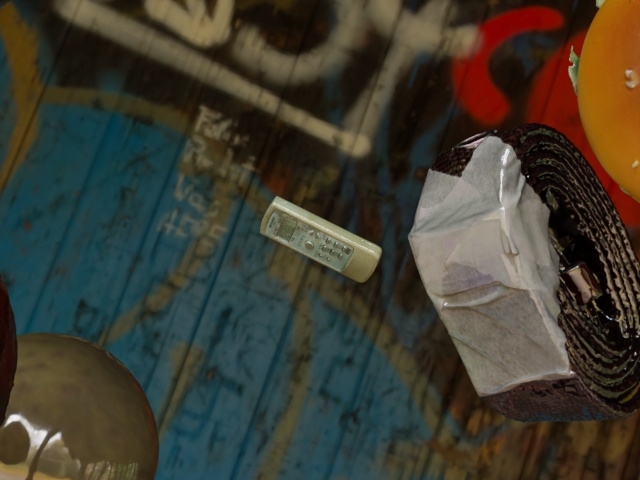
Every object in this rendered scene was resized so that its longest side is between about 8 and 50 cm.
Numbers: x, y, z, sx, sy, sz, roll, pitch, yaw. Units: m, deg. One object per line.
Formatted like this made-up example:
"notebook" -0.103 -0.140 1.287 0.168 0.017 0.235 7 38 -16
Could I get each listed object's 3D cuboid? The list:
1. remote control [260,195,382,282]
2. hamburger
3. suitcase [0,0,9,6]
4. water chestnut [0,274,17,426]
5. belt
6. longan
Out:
"remote control" 0.000 0.000 1.957 0.233 0.038 0.098 27 -43 0
"hamburger" 0.300 -0.123 0.758 0.246 0.246 0.170 15 1 26
"suitcase" -0.383 -0.388 0.999 0.194 0.351 0.339 9 17 -6
"water chestnut" -0.387 0.089 0.879 0.289 0.289 0.244 24 -29 -24
"belt" 0.194 0.037 0.982 0.164 0.184 0.289 -15 -76 50
"longan" -0.378 0.294 1.364 0.361 0.361 0.361 19 -10 3
